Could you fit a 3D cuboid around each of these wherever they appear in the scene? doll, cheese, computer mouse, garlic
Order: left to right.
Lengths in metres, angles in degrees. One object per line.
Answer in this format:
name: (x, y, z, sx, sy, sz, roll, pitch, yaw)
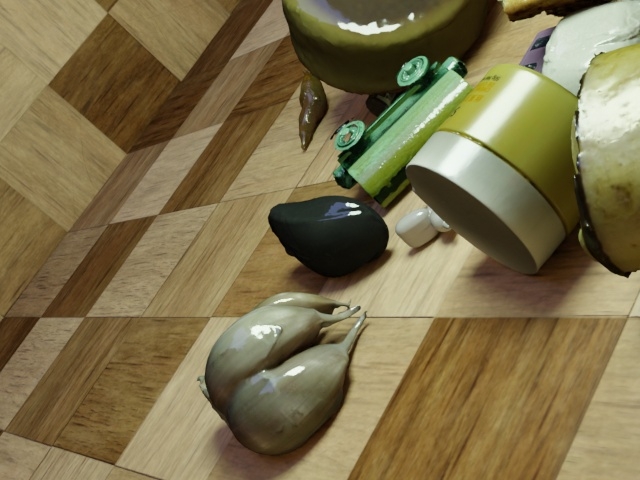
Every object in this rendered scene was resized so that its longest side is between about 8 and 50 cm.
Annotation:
garlic: (-0.059, 0.198, 1.504, 0.292, 0.210, 0.237, -42, -10, 21)
computer mouse: (0.000, 0.000, 1.667, 0.270, 0.137, 0.086, -6, 37, 54)
doll: (0.200, -0.071, 1.543, 0.160, 0.059, 0.161, -19, 36, 46)
cheese: (0.387, -0.222, 1.349, 0.198, 0.154, 0.189, -4, 46, 49)

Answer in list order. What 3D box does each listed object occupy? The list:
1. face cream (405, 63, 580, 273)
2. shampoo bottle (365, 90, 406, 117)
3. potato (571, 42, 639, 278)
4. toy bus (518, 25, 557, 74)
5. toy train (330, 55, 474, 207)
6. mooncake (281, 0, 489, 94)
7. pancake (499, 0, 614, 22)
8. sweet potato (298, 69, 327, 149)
face cream: (0.250, -0.093, 1.300, 0.179, 0.218, 0.218, -49, 24, -7)
shampoo bottle: (0.163, -0.340, 2.013, 0.063, 0.057, 0.207, -6, 47, 54)
potato: (0.404, -0.105, 1.096, 0.242, 0.242, 0.285, -23, 29, 42)
toy bus: (0.336, -0.222, 1.489, 0.096, 0.108, 0.199, -4, 48, 57)
toy train: (0.146, -0.194, 1.737, 0.307, 0.126, 0.189, -44, 25, 6)
mooncake: (0.123, -0.479, 1.930, 0.394, 0.246, 0.393, -2, 62, 14)
pancake: (0.390, -0.341, 1.425, 0.266, 0.244, 0.057, -4, 84, 14)
sweet potato: (-0.016, -0.290, 2.239, 0.068, 0.068, 0.226, -26, 50, 39)
